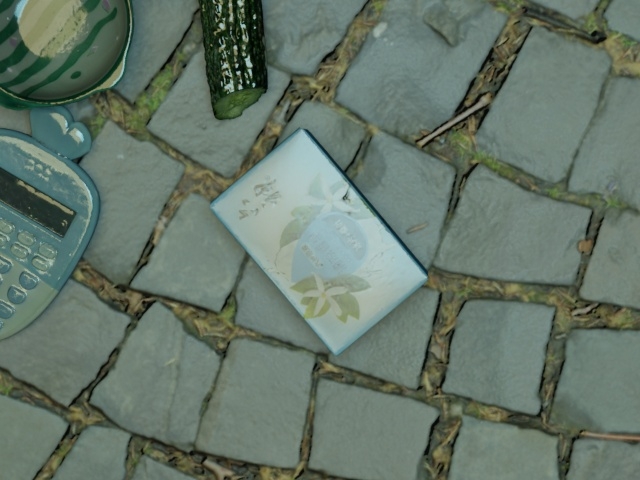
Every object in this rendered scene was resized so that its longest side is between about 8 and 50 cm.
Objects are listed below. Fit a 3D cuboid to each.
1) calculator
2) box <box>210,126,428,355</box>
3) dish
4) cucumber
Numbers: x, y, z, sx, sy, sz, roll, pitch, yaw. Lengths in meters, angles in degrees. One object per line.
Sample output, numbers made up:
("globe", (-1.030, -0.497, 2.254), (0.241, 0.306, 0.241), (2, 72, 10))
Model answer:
("calculator", (-0.366, -0.021, 1.876), (0.188, 0.042, 0.303), (31, 94, 2))
("box", (0.000, 0.000, 1.839), (0.142, 0.083, 0.232), (-40, 91, 5))
("dish", (-0.321, -0.262, 1.843), (0.246, 0.078, 0.224), (40, 94, 0))
("cucumber", (-0.105, -0.276, 1.839), (0.077, 0.077, 0.265), (-6, 90, 3))
